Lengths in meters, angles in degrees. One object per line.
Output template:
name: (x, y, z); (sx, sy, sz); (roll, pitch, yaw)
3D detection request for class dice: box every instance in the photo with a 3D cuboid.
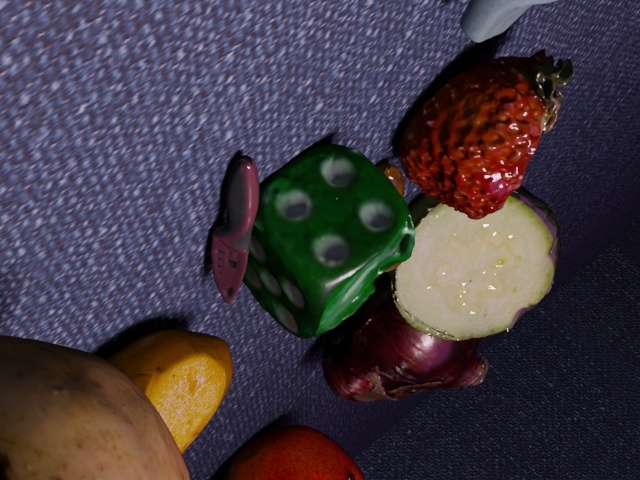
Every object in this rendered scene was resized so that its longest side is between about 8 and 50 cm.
dice: (0.000, 0.000, 1.366); (0.128, 0.120, 0.131); (-37, 164, -22)

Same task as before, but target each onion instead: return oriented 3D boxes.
onion: (0.136, 0.136, 2.101); (0.272, 0.195, 0.272); (-45, 178, -2)

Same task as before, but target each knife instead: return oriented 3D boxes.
knife: (-0.075, -0.004, 1.309); (0.247, 0.035, 0.018); (105, 5, -60)

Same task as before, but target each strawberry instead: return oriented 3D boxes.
strawberry: (0.137, -0.106, 1.517); (0.236, 0.106, 0.175); (-52, -158, 40)

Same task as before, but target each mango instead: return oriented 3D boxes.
mango: (-0.150, 0.138, 1.415); (0.217, 0.102, 0.141); (-28, 137, -60)

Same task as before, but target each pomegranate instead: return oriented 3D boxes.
pomegranate: (-0.229, 0.210, 0.990); (0.322, 0.322, 0.322); (-41, 168, -11)
pomegranate: (-0.054, 0.395, 2.346); (0.256, 0.221, 0.221); (-17, -173, 38)

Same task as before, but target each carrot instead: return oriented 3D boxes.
carrot: (0.067, -0.030, 1.651); (0.061, 0.061, 0.210); (-40, 163, -14)

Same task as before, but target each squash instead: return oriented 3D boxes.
squash: (0.172, 0.005, 1.900); (0.220, 0.133, 0.220); (-11, 124, -17)

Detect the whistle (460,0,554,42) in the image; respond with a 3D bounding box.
whistle: (0.194, -0.253, 1.204); (0.186, 0.093, 0.274); (-32, 167, -44)
